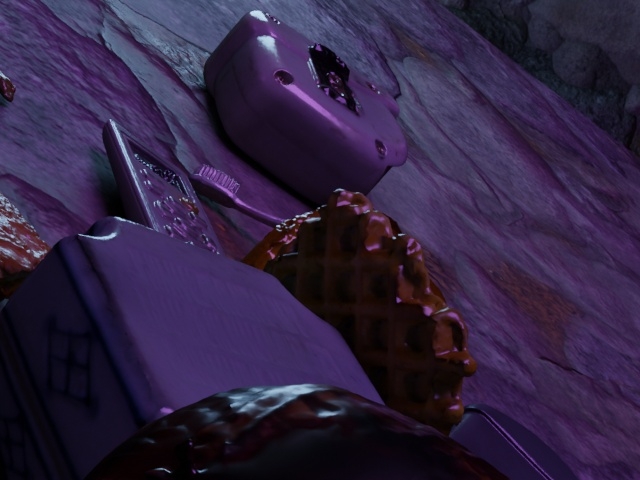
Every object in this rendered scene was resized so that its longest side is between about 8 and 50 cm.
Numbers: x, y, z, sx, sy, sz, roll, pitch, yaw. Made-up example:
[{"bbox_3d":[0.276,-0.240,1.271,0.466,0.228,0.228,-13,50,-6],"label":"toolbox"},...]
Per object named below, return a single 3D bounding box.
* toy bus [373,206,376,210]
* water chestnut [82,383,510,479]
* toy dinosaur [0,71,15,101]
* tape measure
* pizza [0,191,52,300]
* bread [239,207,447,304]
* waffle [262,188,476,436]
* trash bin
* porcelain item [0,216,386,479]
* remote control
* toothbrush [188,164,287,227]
[{"bbox_3d":[0.057,0.002,1.860,0.058,0.052,0.102,13,35,-56],"label":"toy bus"},{"bbox_3d":[-0.043,0.237,0.812,0.335,0.347,0.335,6,83,-51],"label":"water chestnut"},{"bbox_3d":[-0.341,-0.202,1.571,0.126,0.039,0.162,45,11,-20],"label":"toy dinosaur"},{"bbox_3d":[-0.007,-0.155,1.971,0.258,0.130,0.265,33,20,-29],"label":"tape measure"},{"bbox_3d":[-0.266,0.000,1.227,0.161,0.062,0.182,25,18,-23],"label":"pizza"},{"bbox_3d":[0.033,0.055,1.548,0.260,0.147,0.160,20,25,-48],"label":"bread"},{"bbox_3d":[0.018,0.097,1.264,0.052,0.254,0.245,2,46,-41],"label":"waffle"},{"bbox_3d":[0.148,0.246,1.420,0.177,0.101,0.236,46,22,9],"label":"trash bin"},{"bbox_3d":[-0.082,0.138,1.110,0.286,0.157,0.281,21,25,-44],"label":"porcelain item"},{"bbox_3d":[-0.143,-0.003,1.485,0.109,0.055,0.313,36,14,-32],"label":"remote control"},{"bbox_3d":[0.000,0.000,1.688,0.307,0.025,0.029,28,51,0],"label":"toothbrush"}]
